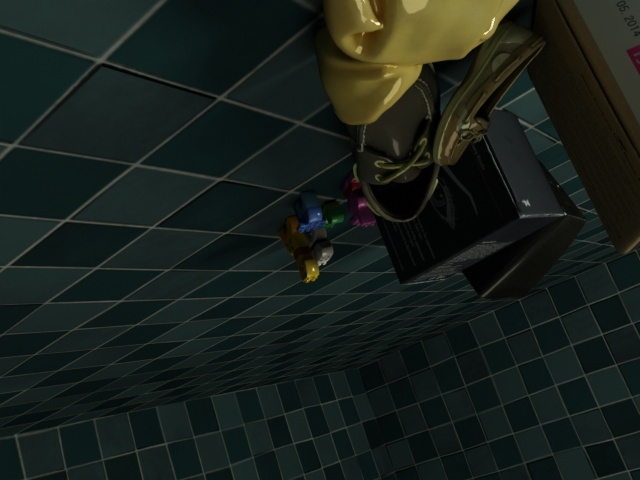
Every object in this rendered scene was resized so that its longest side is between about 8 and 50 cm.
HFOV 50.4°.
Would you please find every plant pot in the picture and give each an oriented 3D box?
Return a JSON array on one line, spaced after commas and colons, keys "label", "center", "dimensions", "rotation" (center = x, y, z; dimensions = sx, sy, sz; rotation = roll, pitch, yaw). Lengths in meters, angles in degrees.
[{"label": "plant pot", "center": [0.294, -0.033, 1.054], "dimensions": [0.167, 0.188, 0.187], "rotation": [-42, 155, 26]}]

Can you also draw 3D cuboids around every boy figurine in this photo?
[{"label": "boy figurine", "center": [0.076, -0.181, 0.469], "dimensions": [0.177, 0.092, 0.285], "rotation": [-13, 163, -23]}]

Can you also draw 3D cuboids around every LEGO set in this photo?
[{"label": "LEGO set", "center": [0.000, 0.000, 0.954], "dimensions": [0.087, 0.093, 0.227], "rotation": [-12, 162, -22]}]

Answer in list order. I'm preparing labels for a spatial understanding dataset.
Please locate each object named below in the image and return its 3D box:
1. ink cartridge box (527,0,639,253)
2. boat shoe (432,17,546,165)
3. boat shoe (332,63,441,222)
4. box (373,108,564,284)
[{"label": "ink cartridge box", "center": [0.283, -0.123, 0.634], "dimensions": [0.088, 0.235, 0.193], "rotation": [-22, 164, 7]}, {"label": "boat shoe", "center": [0.160, -0.135, 0.663], "dimensions": [0.056, 0.048, 0.153], "rotation": [-11, 132, -61]}, {"label": "boat shoe", "center": [0.082, -0.102, 0.724], "dimensions": [0.109, 0.091, 0.305], "rotation": [-20, 164, 1]}, {"label": "box", "center": [0.179, -0.052, 0.887], "dimensions": [0.108, 0.153, 0.207], "rotation": [-3, 158, -44]}]
